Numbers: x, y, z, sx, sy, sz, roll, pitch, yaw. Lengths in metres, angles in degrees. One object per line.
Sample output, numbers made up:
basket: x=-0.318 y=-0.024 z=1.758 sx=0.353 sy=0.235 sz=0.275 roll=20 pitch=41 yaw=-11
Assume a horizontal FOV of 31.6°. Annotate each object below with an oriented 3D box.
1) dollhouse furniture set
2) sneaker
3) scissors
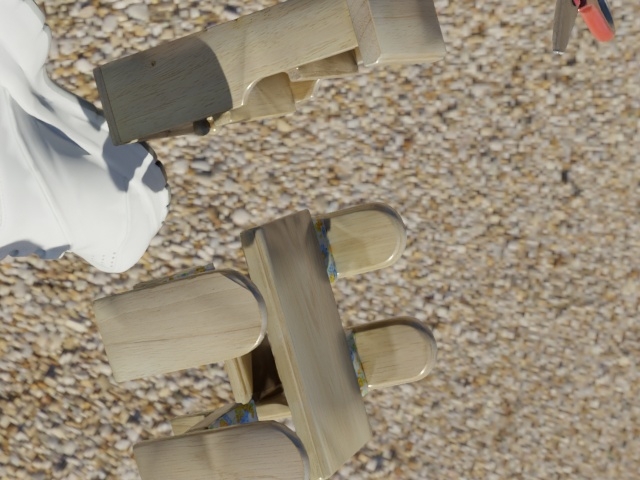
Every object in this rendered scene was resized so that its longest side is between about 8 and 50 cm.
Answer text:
dollhouse furniture set: x=0.000 y=0.000 z=0.613 sx=0.212 sy=0.161 sz=0.242 roll=-24 pitch=99 yaw=-65
sneaker: x=-0.178 y=-0.040 z=0.602 sx=0.129 sy=0.111 sz=0.297 roll=-65 pitch=156 yaw=-14
scissors: x=0.184 y=-0.196 z=0.857 sx=0.297 sy=0.021 sz=0.109 roll=-30 pitch=103 yaw=-64
